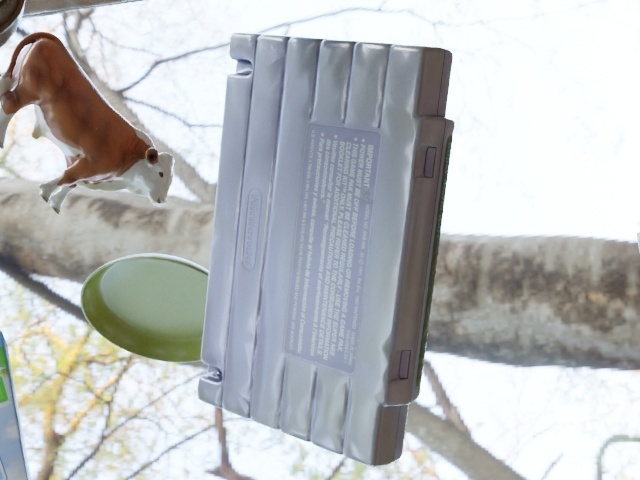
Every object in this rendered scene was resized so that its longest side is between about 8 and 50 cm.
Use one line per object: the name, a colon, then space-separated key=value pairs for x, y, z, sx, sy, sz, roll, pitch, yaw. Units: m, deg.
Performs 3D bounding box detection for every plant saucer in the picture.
plant saucer: x=-0.230 y=0.094 z=1.535 sx=0.241 sy=0.241 sz=0.037 roll=46 pitch=-145 yaw=-33

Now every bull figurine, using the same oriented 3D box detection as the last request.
bull figurine: x=-0.359 y=-0.150 z=1.533 sx=0.188 sy=0.101 sz=0.310 roll=-40 pitch=-75 yaw=-9

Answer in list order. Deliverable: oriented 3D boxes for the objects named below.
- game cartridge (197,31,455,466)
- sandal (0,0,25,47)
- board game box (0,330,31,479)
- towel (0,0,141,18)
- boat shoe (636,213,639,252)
game cartridge: x=0.000 y=0.000 z=0.930 sx=0.068 sy=0.230 sz=0.355 roll=-6 pitch=-75 yaw=-55
sandal: x=-0.264 y=-0.170 z=0.742 sx=0.086 sy=0.303 sz=0.120 roll=-14 pitch=-129 yaw=-48
board game box: x=-0.379 y=0.200 z=1.039 sx=0.160 sy=0.039 sz=0.212 roll=-14 pitch=-127 yaw=-14
towel: x=-0.173 y=-0.287 z=0.847 sx=0.282 sy=0.049 sz=0.187 roll=-14 pitch=-81 yaw=-18
boat shoe: x=0.401 y=0.103 z=0.901 sx=0.127 sy=0.158 sz=0.341 roll=-16 pitch=-95 yaw=-40
